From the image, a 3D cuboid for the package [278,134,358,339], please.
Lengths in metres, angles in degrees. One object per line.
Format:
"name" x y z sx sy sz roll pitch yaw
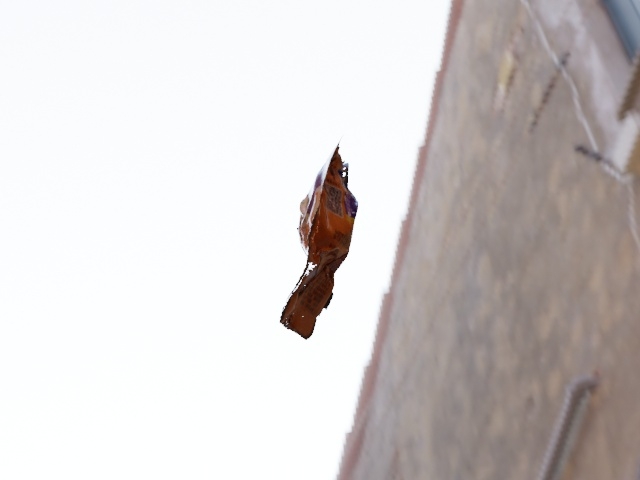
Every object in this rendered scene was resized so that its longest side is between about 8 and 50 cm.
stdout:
"package" 0.001 0.000 1.016 0.033 0.077 0.111 13 -103 -4
